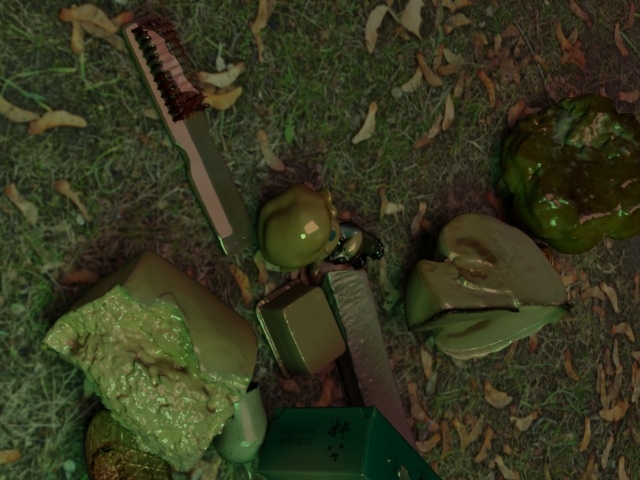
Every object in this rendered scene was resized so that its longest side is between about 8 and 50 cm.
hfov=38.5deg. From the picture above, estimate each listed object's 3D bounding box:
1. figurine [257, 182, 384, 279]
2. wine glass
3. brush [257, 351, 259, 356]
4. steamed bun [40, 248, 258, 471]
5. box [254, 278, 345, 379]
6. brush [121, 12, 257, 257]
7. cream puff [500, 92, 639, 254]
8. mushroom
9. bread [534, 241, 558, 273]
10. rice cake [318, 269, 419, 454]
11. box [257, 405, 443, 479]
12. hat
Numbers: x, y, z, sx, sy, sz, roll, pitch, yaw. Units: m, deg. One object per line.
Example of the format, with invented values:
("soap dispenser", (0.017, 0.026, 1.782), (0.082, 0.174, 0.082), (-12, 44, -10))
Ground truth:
("figurine", (0.000, 0.000, 1.241), (0.196, 0.114, 0.108), (27, 51, -43))
("wine glass", (-0.093, 0.282, 1.171), (0.079, 0.079, 0.196), (-15, 96, -35))
("brush", (-0.151, 0.106, 1.173), (0.063, 0.016, 0.193), (-50, 115, -24))
("steamed bun", (-0.187, 0.129, 1.053), (0.225, 0.170, 0.200), (40, 69, -21))
("box", (-0.024, 0.121, 1.236), (0.089, 0.062, 0.122), (-31, 107, -32))
("brush", (-0.155, -0.133, 1.163), (0.060, 0.050, 0.321), (-34, 108, -35))
("cream puff", (0.419, -0.102, 1.507), (0.281, 0.185, 0.282), (0, 68, 1))
("mushroom", (0.219, 0.072, 1.388), (0.236, 0.162, 0.173), (1, 53, -23))
("bread", (0.360, 0.069, 1.506), (0.053, 0.074, 0.132), (-13, 95, -17))
("rice cake", (0.071, 0.201, 1.296), (0.072, 0.056, 0.365), (-24, 105, -21))
("box", (0.049, 0.308, 1.180), (0.245, 0.153, 0.092), (51, 42, -41))
("hat", (-0.247, 0.279, 1.077), (0.146, 0.067, 0.146), (48, 21, -26))
